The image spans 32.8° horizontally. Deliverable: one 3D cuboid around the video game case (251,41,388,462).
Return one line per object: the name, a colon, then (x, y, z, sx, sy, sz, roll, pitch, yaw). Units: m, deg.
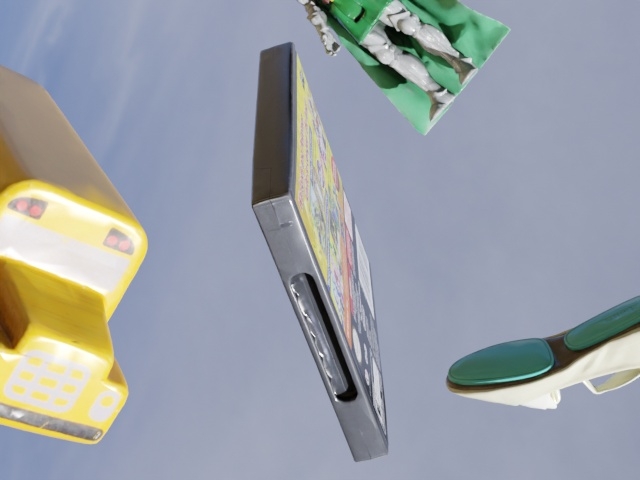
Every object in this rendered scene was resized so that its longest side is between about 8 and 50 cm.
video game case: (0.000, 0.000, 0.898, 0.035, 0.248, 0.275, -15, -149, 8)

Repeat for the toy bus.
toy bus: (-0.208, -0.010, 0.715, 0.130, 0.108, 0.332, -57, -143, 10)

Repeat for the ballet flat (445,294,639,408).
ballet flat: (0.258, 0.135, 1.144, 0.248, 0.086, 0.086, -21, -120, 15)

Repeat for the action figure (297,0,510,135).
action figure: (0.034, -0.205, 0.942, 0.232, 0.063, 0.137, 41, -51, 4)
